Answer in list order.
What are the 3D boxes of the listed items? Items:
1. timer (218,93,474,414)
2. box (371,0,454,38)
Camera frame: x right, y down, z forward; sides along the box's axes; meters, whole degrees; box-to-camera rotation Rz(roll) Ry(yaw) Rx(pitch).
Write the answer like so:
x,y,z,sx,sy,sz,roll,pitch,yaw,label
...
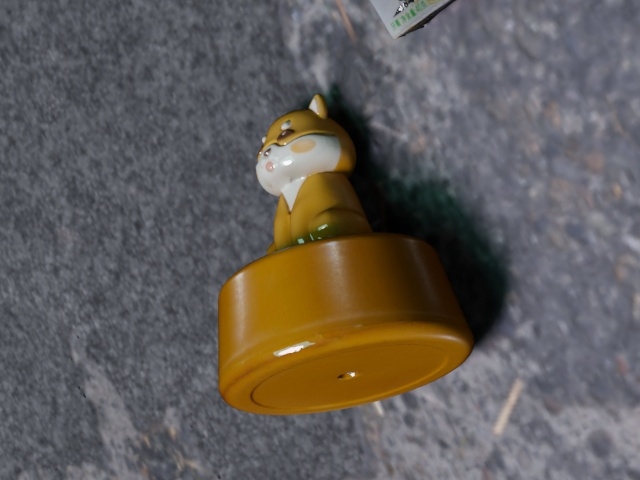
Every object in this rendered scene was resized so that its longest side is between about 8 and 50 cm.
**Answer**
x,y,z,sx,sy,sz,roll,pitch,yaw,label
0.000,0.000,0.836,0.132,0.132,0.152,-31,63,42,timer
0.096,-0.162,0.728,0.207,0.041,0.050,-31,89,43,box
